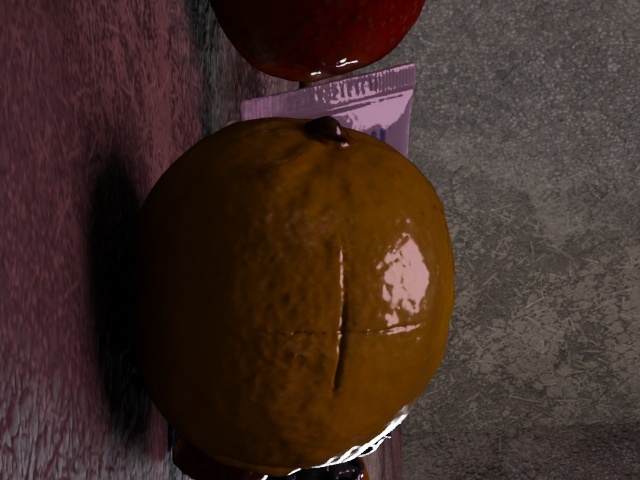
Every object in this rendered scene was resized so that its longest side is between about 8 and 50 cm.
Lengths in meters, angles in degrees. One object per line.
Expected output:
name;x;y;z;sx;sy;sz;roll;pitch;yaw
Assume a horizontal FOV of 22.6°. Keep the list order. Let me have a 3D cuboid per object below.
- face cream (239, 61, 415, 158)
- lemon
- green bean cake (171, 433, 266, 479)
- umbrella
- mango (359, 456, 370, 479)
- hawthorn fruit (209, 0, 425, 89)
face cream;0.000;0.000;1.895;0.137;0.235;0.420;41;-43;47
lemon;-0.027;0.044;1.341;0.297;0.297;0.297;-4;90;-83
green bean cake;-0.052;0.109;1.541;0.198;0.097;0.232;-68;-179;-81
umbrella;0.014;0.242;1.979;0.349;0.143;0.094;-49;164;-74
mango;0.001;0.310;2.145;0.227;0.109;0.147;70;-22;8
hawthorn fruit;-0.008;-0.309;1.811;0.284;0.285;0.369;-86;176;-50
